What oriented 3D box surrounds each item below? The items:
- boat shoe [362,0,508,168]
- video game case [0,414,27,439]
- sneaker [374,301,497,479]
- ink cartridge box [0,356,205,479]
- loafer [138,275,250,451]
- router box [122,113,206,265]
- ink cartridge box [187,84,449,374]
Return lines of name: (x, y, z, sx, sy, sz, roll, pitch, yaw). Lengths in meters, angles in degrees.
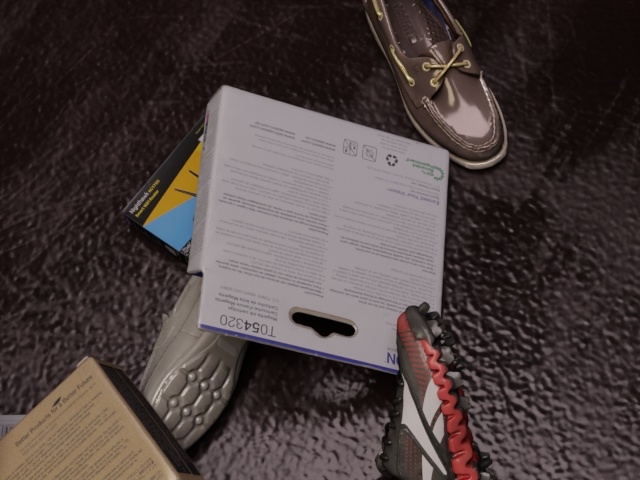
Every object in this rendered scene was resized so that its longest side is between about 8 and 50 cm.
boat shoe: (0.152, -0.242, 2.066, 0.116, 0.097, 0.324, -24, 66, -6)
video game case: (-0.335, 0.310, 1.903, 0.212, 0.023, 0.193, -1, 66, 4)
sneaker: (0.119, 0.213, 1.823, 0.135, 0.097, 0.276, -13, 100, 11)
ink cartridge box: (-0.284, 0.286, 1.812, 0.234, 0.088, 0.193, -42, 68, 8)
loafer: (-0.155, 0.133, 1.933, 0.111, 0.112, 0.319, 10, 63, 48)
router box: (-0.155, -0.061, 2.039, 0.133, 0.046, 0.179, 33, 73, 17)
ink cartridge box: (0.000, 0.000, 1.913, 0.324, 0.071, 0.330, 15, 65, -21)
